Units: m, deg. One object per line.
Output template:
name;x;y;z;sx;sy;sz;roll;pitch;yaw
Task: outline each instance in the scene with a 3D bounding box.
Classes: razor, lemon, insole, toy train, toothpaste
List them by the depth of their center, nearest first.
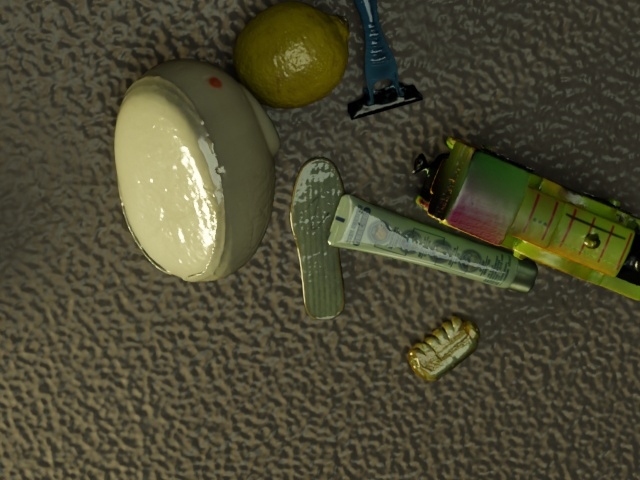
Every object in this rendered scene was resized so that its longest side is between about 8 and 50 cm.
lemon;-0.028;-0.188;1.609;0.133;0.109;0.109;-33;111;7
razor;0.046;-0.251;1.641;0.082;0.042;0.253;-15;109;-5
toy train;0.241;-0.020;1.697;0.296;0.160;0.100;21;96;-17
insole;0.000;0.000;1.733;0.064;0.004;0.188;-7;109;-8
toothpaste;0.125;0.009;1.745;0.239;0.039;0.062;16;100;-14

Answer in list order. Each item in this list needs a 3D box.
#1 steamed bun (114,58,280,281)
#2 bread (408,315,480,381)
steamed bun;-0.117;-0.076;1.601;0.130;0.177;0.228;-27;121;-39
bread;0.140;0.121;1.787;0.088;0.033;0.049;-41;97;-1
